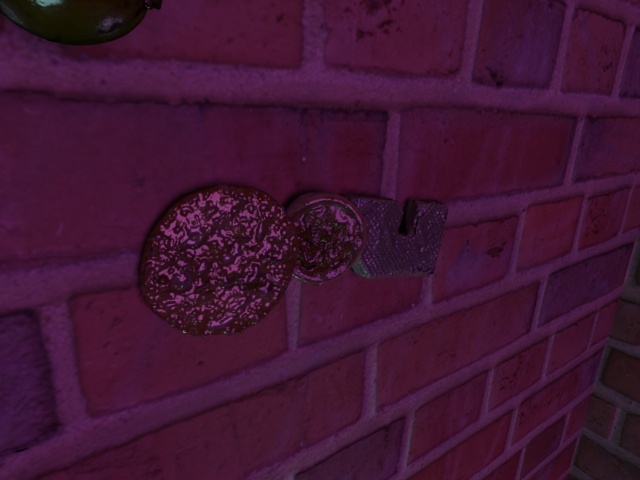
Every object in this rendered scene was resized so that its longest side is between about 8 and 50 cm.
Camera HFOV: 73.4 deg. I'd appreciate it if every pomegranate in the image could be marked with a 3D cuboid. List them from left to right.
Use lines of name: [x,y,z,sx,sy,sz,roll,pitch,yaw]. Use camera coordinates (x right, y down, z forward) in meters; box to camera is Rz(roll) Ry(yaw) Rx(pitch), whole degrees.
pomegranate: [-0.225,-0.255,0.329,0.156,0.156,0.220,-50,120,-12]

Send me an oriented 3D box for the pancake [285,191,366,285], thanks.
pancake: [0.000,0.000,0.645,0.152,0.025,0.151,-6,114,-15]

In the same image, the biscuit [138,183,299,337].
biscuit: [-0.127,0.031,0.572,0.220,0.033,0.219,-10,111,-28]

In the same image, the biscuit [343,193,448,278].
biscuit: [0.129,-0.006,0.756,0.250,0.046,0.147,1,106,-38]
